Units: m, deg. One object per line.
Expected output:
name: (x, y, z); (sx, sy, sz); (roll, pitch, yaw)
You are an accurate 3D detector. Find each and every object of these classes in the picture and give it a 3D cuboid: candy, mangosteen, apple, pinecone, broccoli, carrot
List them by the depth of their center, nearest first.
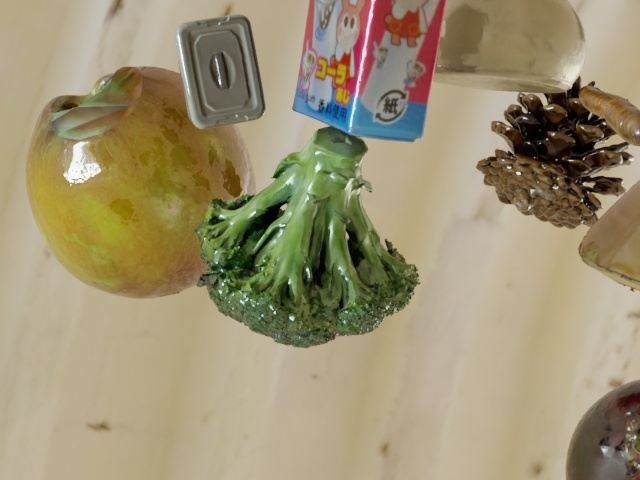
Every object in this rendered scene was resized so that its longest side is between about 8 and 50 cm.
carrot: (0.308, -0.136, 1.501); (0.036, 0.035, 0.165); (21, -163, -22)
candy: (0.061, -0.274, 1.582); (0.100, 0.305, 0.157); (4, -167, -27)
broccoli: (0.000, 0.000, 1.688); (0.269, 0.269, 0.254); (14, -158, -41)
apple: (-0.291, -0.104, 2.232); (0.374, 0.374, 0.384); (16, -162, -35)
mangosteen: (0.526, 0.362, 2.250); (0.306, 0.306, 0.359); (36, -174, 31)
pinecone: (0.402, -0.153, 2.381); (0.264, 0.264, 0.264); (25, -165, -7)

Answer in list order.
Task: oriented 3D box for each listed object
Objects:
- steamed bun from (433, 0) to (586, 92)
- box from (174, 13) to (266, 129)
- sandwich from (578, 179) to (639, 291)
steamed bun: (0.217, -0.266, 1.782); (0.232, 0.145, 0.232); (6, -178, 0)
box: (-0.118, -0.190, 1.633); (0.089, 0.122, 0.062); (-11, -176, -16)
sandwich: (0.449, -0.019, 1.878); (0.108, 0.186, 0.220); (30, 179, -20)
